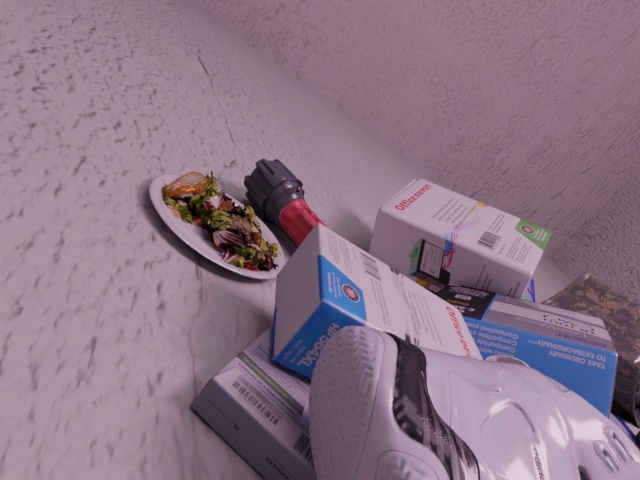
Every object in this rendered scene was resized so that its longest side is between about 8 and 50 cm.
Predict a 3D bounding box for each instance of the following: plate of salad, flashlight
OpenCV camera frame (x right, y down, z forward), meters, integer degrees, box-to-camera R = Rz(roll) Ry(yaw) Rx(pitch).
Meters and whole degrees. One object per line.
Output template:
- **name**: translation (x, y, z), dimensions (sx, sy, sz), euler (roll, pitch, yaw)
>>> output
- **plate of salad**: translation (-0.120, -0.028, 0.683), dimensions (0.199, 0.048, 0.200), euler (35, 18, -13)
- **flashlight**: translation (0.000, 0.000, 0.763), dimensions (0.304, 0.103, 0.103), euler (49, 24, 24)

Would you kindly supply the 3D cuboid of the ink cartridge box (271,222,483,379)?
- **ink cartridge box**: translation (0.059, 0.092, 0.549), dimensions (0.203, 0.086, 0.148), euler (32, 22, -17)

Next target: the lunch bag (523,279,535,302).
- **lunch bag**: translation (0.373, 0.111, 1.159), dimensions (0.221, 0.138, 0.293), euler (45, 25, -18)

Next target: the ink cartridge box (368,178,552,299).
- **ink cartridge box**: translation (0.254, 0.009, 0.994), dimensions (0.278, 0.117, 0.201), euler (26, 33, 21)

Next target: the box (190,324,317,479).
- **box**: translation (-0.013, 0.147, 0.495), dimensions (0.145, 0.038, 0.186), euler (42, 20, 6)

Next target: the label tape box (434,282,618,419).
- **label tape box**: translation (0.250, 0.152, 0.717), dimensions (0.240, 0.106, 0.333), euler (12, 8, 22)

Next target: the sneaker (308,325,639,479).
- **sneaker**: translation (0.130, 0.212, 0.334), dimensions (0.210, 0.137, 0.366), euler (6, 42, -24)

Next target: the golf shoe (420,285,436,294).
- **golf shoe**: translation (0.219, 0.083, 1.052), dimensions (0.093, 0.077, 0.198), euler (10, 29, -18)

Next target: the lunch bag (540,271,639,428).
- **lunch bag**: translation (0.607, 0.252, 1.152), dimensions (0.235, 0.168, 0.287), euler (44, -19, 49)

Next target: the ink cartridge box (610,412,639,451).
- **ink cartridge box**: translation (0.491, 0.355, 0.927), dimensions (0.311, 0.065, 0.186), euler (32, 20, -24)

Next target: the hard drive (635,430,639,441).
- **hard drive**: translation (0.678, 0.416, 0.970), dimensions (0.210, 0.040, 0.318), euler (38, -2, 34)
